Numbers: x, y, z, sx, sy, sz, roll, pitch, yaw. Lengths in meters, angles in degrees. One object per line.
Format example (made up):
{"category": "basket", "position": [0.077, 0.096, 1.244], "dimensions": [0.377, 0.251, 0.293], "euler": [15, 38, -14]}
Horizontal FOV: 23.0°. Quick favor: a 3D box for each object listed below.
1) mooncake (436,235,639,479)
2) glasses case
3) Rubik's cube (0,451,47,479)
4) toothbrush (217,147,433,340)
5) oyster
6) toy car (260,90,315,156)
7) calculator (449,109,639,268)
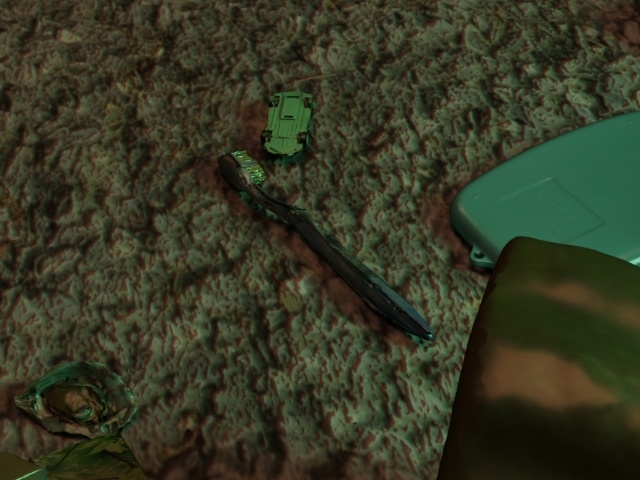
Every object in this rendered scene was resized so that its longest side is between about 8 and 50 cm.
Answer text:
{"category": "mooncake", "position": [0.200, 0.192, 1.261], "dimensions": [0.201, 0.378, 0.378], "euler": [13, 40, 10]}
{"category": "glasses case", "position": [-0.168, 0.285, 1.395], "dimensions": [0.095, 0.062, 0.272], "euler": [-14, 40, -25]}
{"category": "Rubik's cube", "position": [-0.268, 0.306, 1.249], "dimensions": [0.213, 0.224, 0.265], "euler": [12, 76, 42]}
{"category": "toothbrush", "position": [0.000, 0.000, 1.771], "dimensions": [0.042, 0.035, 0.413], "euler": [-21, 42, -27]}
{"category": "oyster", "position": [-0.241, 0.167, 1.579], "dimensions": [0.098, 0.037, 0.100], "euler": [-39, 70, -15]}
{"category": "toy car", "position": [-0.039, -0.142, 1.956], "dimensions": [0.059, 0.035, 0.122], "euler": [3, 47, 6]}
{"category": "calculator", "position": [0.334, -0.046, 1.808], "dimensions": [0.386, 0.054, 0.256], "euler": [-23, 43, -20]}
